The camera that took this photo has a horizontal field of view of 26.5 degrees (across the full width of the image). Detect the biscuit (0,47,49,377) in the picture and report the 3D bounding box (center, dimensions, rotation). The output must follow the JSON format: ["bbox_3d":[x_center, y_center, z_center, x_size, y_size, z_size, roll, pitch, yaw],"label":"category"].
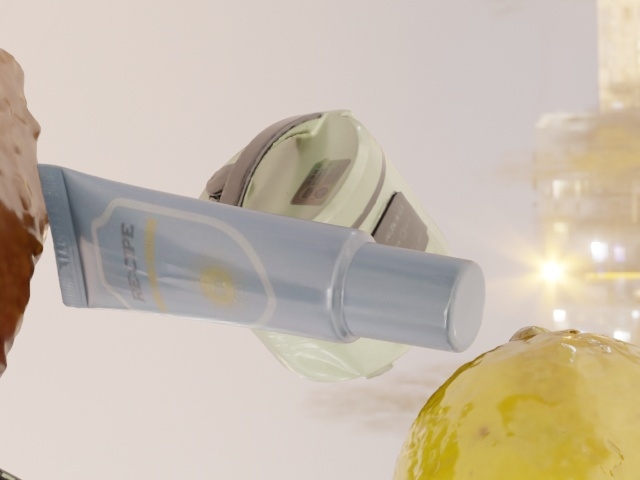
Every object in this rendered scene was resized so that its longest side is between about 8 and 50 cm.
[{"bbox_3d":[-0.401,0.031,1.137,0.166,0.342,0.395,55,-157,-32],"label":"biscuit"}]

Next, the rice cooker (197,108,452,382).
[{"bbox_3d":[0.000,0.000,1.320,0.244,0.226,0.226,50,-143,-29],"label":"rice cooker"}]

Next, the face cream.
[{"bbox_3d":[-0.060,0.022,1.067,0.086,0.385,0.136,-43,-46,-51],"label":"face cream"}]

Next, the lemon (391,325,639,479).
[{"bbox_3d":[0.147,0.185,0.755,0.236,0.235,0.263,58,-137,-59],"label":"lemon"}]

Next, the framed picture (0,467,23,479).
[{"bbox_3d":[-0.542,0.399,1.686,0.339,0.255,0.014,-65,-10,-3],"label":"framed picture"}]
